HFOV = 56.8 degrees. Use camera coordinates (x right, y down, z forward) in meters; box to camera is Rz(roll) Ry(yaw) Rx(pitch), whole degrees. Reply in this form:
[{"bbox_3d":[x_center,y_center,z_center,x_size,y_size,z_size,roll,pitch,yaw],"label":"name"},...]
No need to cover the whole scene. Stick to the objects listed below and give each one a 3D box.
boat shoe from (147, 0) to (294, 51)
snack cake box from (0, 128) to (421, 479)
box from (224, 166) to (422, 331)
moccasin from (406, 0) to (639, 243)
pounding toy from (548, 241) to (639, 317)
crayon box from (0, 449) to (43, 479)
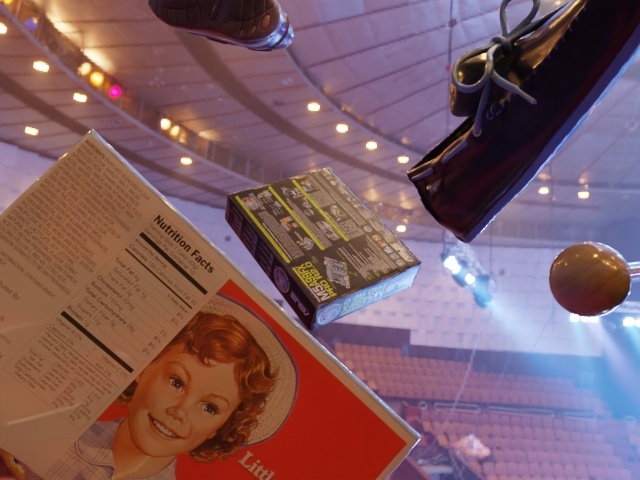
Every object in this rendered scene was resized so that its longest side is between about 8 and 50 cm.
[{"bbox_3d":[-0.205,-0.451,1.190,0.355,0.132,0.130,32,6,27],"label":"boat shoe"},{"bbox_3d":[-0.088,0.083,0.359,0.264,0.152,0.089,45,-10,-14],"label":"snack cake box"},{"bbox_3d":[0.000,0.000,0.981,0.216,0.270,0.060,-20,-37,-31],"label":"box"},{"bbox_3d":[0.156,-0.112,0.506,0.117,0.137,0.342,41,-35,10],"label":"moccasin"},{"bbox_3d":[0.288,0.020,0.365,0.183,0.110,0.237,-8,21,-37],"label":"pounding toy"},{"bbox_3d":[-0.327,0.134,0.751,0.083,0.323,0.203,8,5,-44],"label":"crayon box"}]
